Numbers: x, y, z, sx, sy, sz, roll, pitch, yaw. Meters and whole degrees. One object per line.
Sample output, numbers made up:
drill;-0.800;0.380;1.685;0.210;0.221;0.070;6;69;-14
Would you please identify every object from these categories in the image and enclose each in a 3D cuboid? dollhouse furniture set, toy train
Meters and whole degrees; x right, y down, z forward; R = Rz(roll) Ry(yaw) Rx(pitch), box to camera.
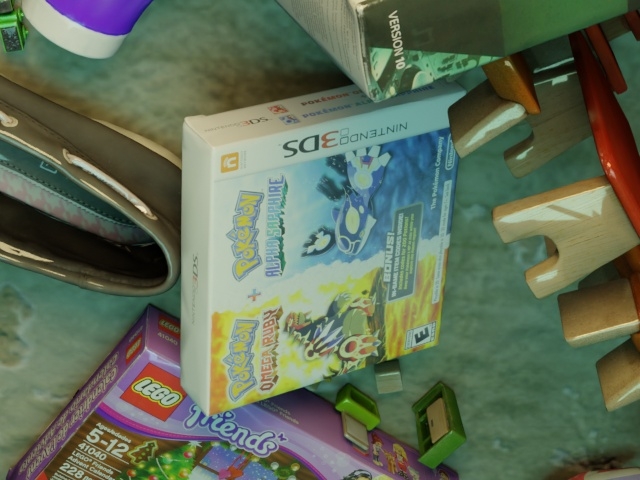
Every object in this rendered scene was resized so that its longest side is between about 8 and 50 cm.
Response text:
dollhouse furniture set;0.161;-0.082;0.919;0.135;0.259;0.262;-24;123;16
toy train;-0.197;-0.155;0.992;0.017;0.023;0.083;-7;125;2
dollhouse furniture set;0.033;0.104;1.160;0.152;0.058;0.076;35;115;-24

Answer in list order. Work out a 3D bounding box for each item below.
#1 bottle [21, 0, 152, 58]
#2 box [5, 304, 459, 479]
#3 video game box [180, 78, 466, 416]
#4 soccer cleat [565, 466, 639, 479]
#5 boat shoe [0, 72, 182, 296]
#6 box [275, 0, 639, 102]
bottle;-0.079;-0.231;0.905;0.118;0.092;0.283;22;121;-23
box;-0.065;0.195;1.217;0.293;0.057;0.201;30;117;-21
video game box;0.000;0.000;1.044;0.187;0.048;0.205;-14;126;-25
soccer cleat;0.244;0.282;1.284;0.095;0.083;0.248;-20;120;5
boat shoe;-0.231;-0.056;1.014;0.335;0.095;0.112;20;121;-16
box;0.120;-0.188;0.807;0.322;0.232;0.058;-21;127;-12
